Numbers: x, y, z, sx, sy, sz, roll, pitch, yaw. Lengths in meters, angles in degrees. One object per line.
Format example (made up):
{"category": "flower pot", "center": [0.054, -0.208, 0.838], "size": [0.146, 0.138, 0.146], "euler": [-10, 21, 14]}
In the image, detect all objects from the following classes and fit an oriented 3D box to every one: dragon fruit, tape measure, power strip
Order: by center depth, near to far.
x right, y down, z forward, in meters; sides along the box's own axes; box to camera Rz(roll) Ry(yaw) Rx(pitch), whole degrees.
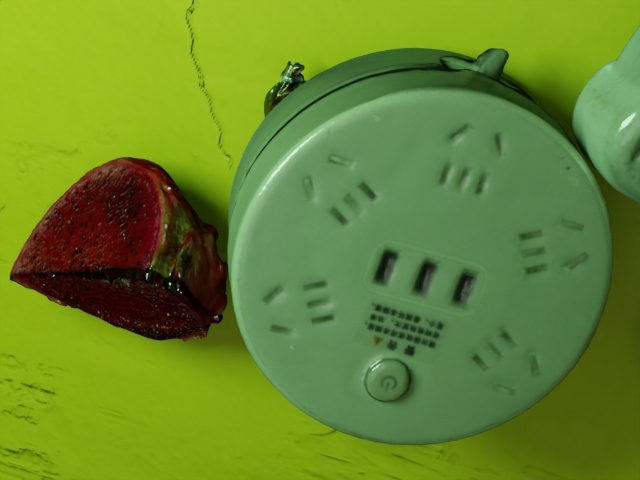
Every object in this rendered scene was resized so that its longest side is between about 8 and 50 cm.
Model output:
{"category": "tape measure", "center": [0.355, -0.100, 1.111], "size": [0.243, 0.125, 0.246], "euler": [30, 106, -23]}
{"category": "power strip", "center": [0.087, -0.005, 1.171], "size": [0.358, 0.161, 0.357], "euler": [-2, 112, -4]}
{"category": "dragon fruit", "center": [-0.178, 0.011, 1.298], "size": [0.262, 0.163, 0.189], "euler": [2, 93, 49]}

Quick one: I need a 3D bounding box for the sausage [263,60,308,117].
{"category": "sausage", "center": [0.000, 0.000, 1.296], "size": [0.082, 0.082, 0.371], "euler": [-1, 115, 14]}
